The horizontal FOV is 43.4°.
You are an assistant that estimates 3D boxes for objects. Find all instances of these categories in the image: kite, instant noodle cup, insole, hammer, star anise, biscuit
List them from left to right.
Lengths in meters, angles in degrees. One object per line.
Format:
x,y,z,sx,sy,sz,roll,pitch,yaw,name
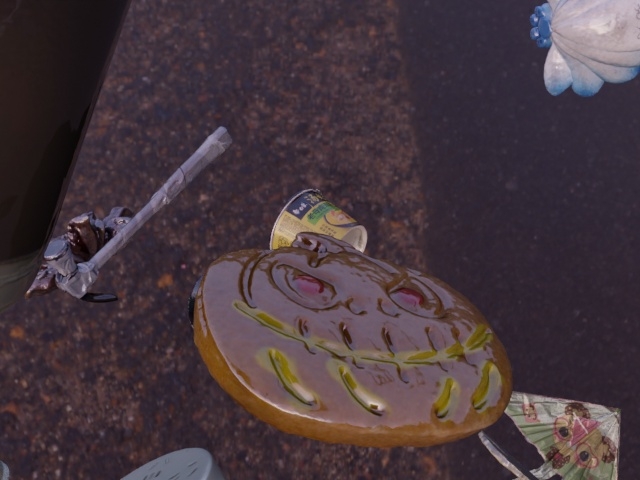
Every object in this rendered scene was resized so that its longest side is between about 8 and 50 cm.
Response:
-0.482,0.010,1.602,0.282,0.129,0.212,-36,21,-31,star anise
-0.298,-0.065,1.415,0.044,0.152,0.427,16,56,39,hammer
0.000,0.000,1.410,0.122,0.152,0.151,33,52,28,instant noodle cup
0.040,0.098,0.979,0.394,0.070,0.350,3,38,-27,biscuit
0.246,0.274,0.821,0.011,0.248,0.081,-47,17,3,insole
0.425,0.363,1.394,0.013,0.268,0.323,-13,56,-48,kite

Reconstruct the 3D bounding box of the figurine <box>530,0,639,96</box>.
0.203,-0.156,0.556,0.114,0.114,0.079,-9,14,-11,figurine

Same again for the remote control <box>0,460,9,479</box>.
-0.528,0.430,1.037,0.127,0.065,0.335,6,64,43,remote control

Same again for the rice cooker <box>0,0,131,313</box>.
-0.301,-0.114,0.493,0.335,0.326,0.335,21,12,-5,rice cooker

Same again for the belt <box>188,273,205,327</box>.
-0.238,0.166,1.914,0.151,0.199,0.078,-26,38,-34,belt

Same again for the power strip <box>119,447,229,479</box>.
-0.279,0.507,1.353,0.357,0.162,0.357,-29,10,6,power strip
